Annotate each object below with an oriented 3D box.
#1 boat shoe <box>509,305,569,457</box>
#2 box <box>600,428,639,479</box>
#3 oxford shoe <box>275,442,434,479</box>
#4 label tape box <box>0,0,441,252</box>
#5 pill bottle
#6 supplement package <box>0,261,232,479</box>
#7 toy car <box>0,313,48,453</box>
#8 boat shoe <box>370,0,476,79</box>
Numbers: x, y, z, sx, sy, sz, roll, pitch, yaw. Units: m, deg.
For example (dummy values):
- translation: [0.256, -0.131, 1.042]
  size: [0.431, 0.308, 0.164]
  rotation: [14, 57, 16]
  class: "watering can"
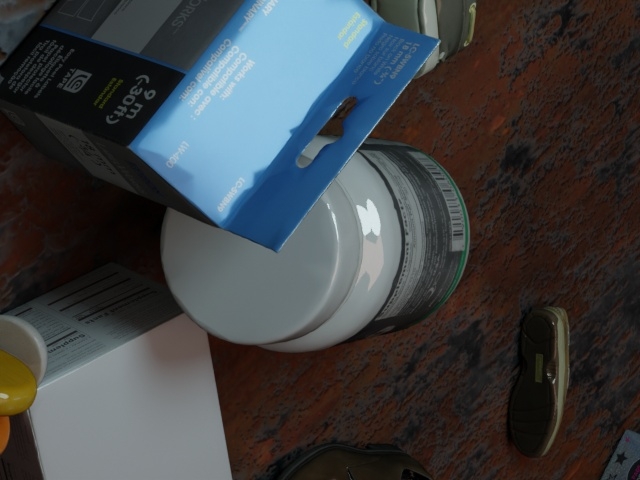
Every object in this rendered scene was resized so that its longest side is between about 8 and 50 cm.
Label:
- translation: [0.283, 0.175, 2.269]
  size: [0.072, 0.068, 0.190]
  rotation: [-11, 113, -54]
  class: "boat shoe"
- translation: [0.437, 0.404, 2.447]
  size: [0.163, 0.142, 0.247]
  rotation: [35, 79, -44]
  class: "box"
- translation: [0.042, 0.276, 2.052]
  size: [0.227, 0.096, 0.083]
  rotation: [-5, 111, -41]
  class: "oxford shoe"
- translation: [-0.100, -0.152, 1.579]
  size: [0.240, 0.333, 0.106]
  rotation: [-53, 134, -15]
  class: "label tape box"
- translation: [0.000, 0.000, 1.741]
  size: [0.361, 0.204, 0.204]
  rotation: [-4, 110, -69]
  class: "pill bottle"
- translation: [-0.212, 0.189, 1.739]
  size: [0.204, 0.145, 0.262]
  rotation: [-27, 123, -34]
  class: "supplement package"
- translation: [-0.330, 0.117, 1.535]
  size: [0.136, 0.182, 0.159]
  rotation: [-63, 169, 23]
  class: "toy car"
- translation: [0.111, -0.319, 1.885]
  size: [0.091, 0.109, 0.305]
  rotation: [-25, 128, -36]
  class: "boat shoe"
